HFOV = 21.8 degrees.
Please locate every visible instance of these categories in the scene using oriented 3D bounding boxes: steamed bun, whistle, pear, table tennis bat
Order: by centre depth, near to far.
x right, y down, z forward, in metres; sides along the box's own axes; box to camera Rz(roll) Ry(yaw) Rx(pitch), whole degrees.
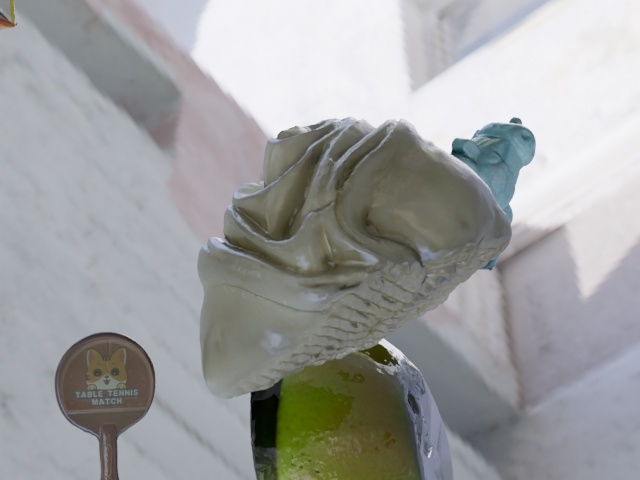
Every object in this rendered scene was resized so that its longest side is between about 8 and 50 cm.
[{"bbox_3d":[0.008,-0.002,1.729,0.309,0.324,0.219,-18,-107,-39],"label":"steamed bun"},{"bbox_3d":[-0.240,0.174,1.823,0.119,0.107,0.170,-150,58,-75],"label":"table tennis bat"},{"bbox_3d":[0.060,0.269,2.046,0.399,0.165,0.399,-10,-90,-75],"label":"pear"},{"bbox_3d":[0.206,-0.068,2.268,0.274,0.093,0.186,-55,-48,-24],"label":"whistle"}]

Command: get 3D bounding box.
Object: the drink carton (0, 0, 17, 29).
[{"bbox_3d":[-0.512,-0.262,1.835,0.154,0.351,0.111,13,-110,-53],"label":"drink carton"}]
